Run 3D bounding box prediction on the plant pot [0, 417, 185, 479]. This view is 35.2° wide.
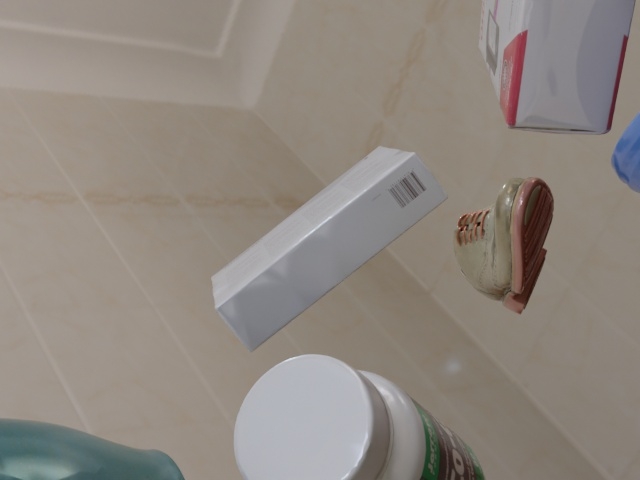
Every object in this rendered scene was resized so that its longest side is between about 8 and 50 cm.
[{"bbox_3d":[-0.271,0.299,0.988,0.255,0.271,0.271,5,-58,-35],"label":"plant pot"}]

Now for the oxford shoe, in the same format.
[{"bbox_3d":[0.270,0.006,1.565,0.140,0.147,0.397,-62,-17,-20],"label":"oxford shoe"}]

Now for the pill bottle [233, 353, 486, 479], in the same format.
[{"bbox_3d":[0.056,0.277,1.227,0.204,0.204,0.361,-44,-37,2],"label":"pill bottle"}]

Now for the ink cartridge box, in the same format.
[{"bbox_3d":[0.280,-0.290,1.236,0.131,0.306,0.226,1,-62,-1],"label":"ink cartridge box"}]

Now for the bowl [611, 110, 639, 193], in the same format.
[{"bbox_3d":[0.498,-0.169,1.085,0.391,0.077,0.391,-30,-18,-11],"label":"bowl"}]

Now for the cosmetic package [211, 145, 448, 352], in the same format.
[{"bbox_3d":[0.000,0.000,1.613,0.377,0.284,0.097,-38,-78,-1],"label":"cosmetic package"}]
